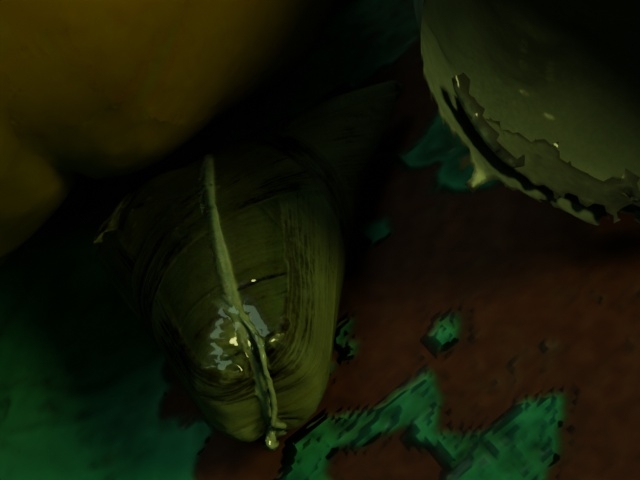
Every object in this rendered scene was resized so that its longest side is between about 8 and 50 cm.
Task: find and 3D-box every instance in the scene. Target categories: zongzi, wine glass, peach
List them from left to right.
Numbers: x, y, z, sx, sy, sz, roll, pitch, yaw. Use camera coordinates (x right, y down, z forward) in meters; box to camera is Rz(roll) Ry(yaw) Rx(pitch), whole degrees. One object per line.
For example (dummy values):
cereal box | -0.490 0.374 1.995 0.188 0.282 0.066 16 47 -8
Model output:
peach | -0.107 -0.074 0.490 0.251 0.153 0.251 -39 6 5
zongzi | 0.000 0.000 0.434 0.113 0.052 0.104 -30 39 -11
wine glass | 0.102 -0.149 0.435 0.143 0.143 0.321 -13 42 29
